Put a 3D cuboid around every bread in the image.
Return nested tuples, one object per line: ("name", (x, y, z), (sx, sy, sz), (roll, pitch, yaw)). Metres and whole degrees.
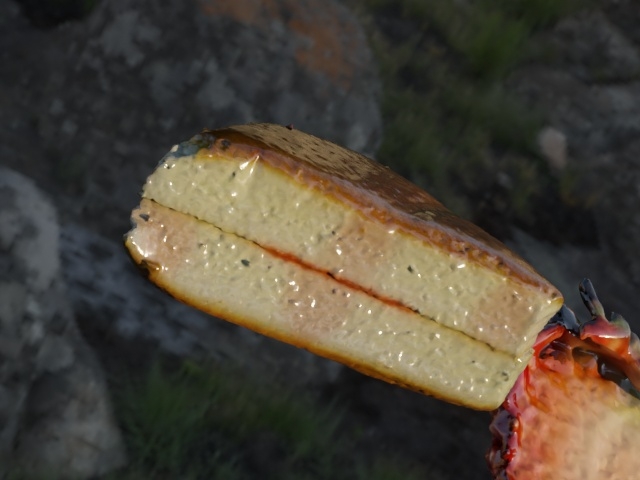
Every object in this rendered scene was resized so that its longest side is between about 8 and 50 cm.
("bread", (0.000, 0.000, 0.380), (0.109, 0.043, 0.062), (22, 14, -24))

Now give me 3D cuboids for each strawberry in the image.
("strawberry", (0.125, 0.141, 0.773), (0.167, 0.087, 0.208), (40, 51, -11))
